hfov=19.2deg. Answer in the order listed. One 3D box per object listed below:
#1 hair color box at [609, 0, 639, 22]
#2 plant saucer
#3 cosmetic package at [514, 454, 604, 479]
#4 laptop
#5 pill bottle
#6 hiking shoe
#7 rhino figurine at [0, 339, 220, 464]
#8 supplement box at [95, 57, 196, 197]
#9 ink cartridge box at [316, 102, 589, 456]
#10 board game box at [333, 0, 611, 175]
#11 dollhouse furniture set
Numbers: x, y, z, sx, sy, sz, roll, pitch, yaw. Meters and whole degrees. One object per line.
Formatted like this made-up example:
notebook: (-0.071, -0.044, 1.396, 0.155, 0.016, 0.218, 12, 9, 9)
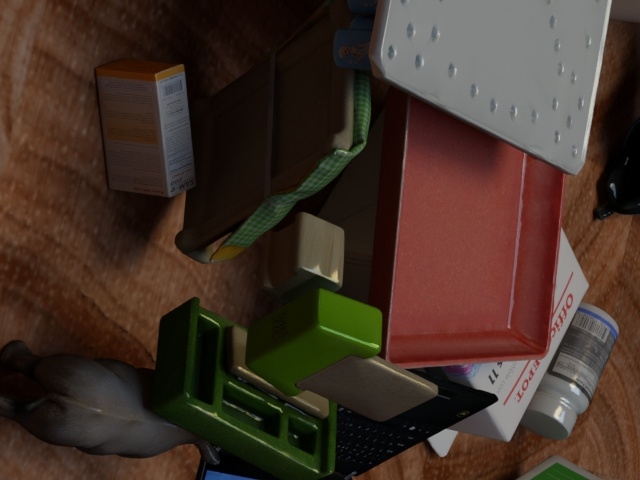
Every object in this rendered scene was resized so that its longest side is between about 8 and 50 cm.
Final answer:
hair color box: (0.435, -0.307, 1.938, 0.105, 0.347, 0.174, -57, 139, -29)
plant saucer: (0.124, -0.024, 1.633, 0.259, 0.048, 0.258, 1, 95, -53)
cosmetic package: (0.202, 0.372, 1.882, 0.365, 0.197, 0.155, -22, 132, -52)
laptop: (0.014, 0.230, 1.659, 0.234, 0.264, 0.136, 21, 44, -55)
pill bottle: (0.261, 0.139, 2.032, 0.137, 0.078, 0.078, -63, 141, -23)
hiking shoe: (0.419, -0.138, 2.073, 0.132, 0.113, 0.304, -18, 141, -47)
rhino figurine: (-0.147, 0.129, 1.440, 0.243, 0.106, 0.073, 19, 83, -54)
supplement box: (-0.133, -0.086, 1.449, 0.036, 0.062, 0.098, -28, 120, -50)
ink cartridge box: (0.140, 0.045, 1.806, 0.207, 0.119, 0.353, -59, 139, -27)
board game box: (0.147, -0.278, 1.510, 0.390, 0.050, 0.390, 18, 80, -59)
dollhouse furniture set: (0.000, 0.000, 1.441, 0.151, 0.197, 0.301, 29, 48, -33)
